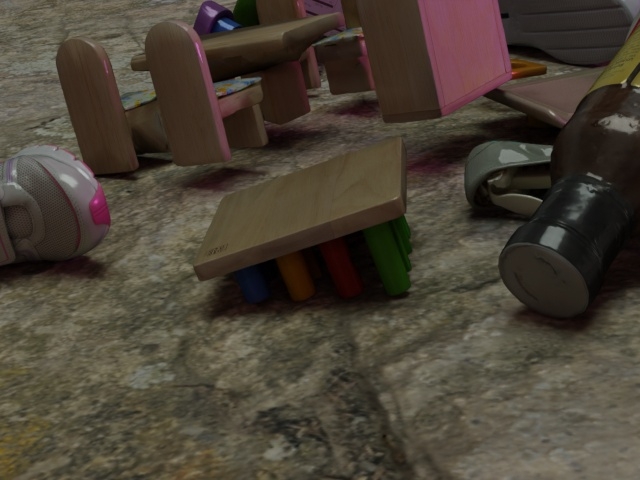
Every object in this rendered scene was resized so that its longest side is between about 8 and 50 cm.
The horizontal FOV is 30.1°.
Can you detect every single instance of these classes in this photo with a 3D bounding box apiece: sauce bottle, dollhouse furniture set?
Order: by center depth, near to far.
[{"bbox_3d":[0.242,-0.080,0.893,0.111,0.111,0.344,12,47,40],"label":"sauce bottle"},{"bbox_3d":[-0.030,-0.254,1.250,0.394,0.257,0.362,-1,19,37],"label":"dollhouse furniture set"}]

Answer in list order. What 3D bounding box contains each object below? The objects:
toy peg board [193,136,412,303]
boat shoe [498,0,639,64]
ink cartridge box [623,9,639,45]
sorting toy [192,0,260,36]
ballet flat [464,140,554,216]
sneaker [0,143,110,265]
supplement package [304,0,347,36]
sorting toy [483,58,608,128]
[{"bbox_3d":[0.000,0.000,0.928,0.160,0.079,0.161,-19,18,11],"label":"toy peg board"},{"bbox_3d":[0.322,-0.311,1.575,0.119,0.121,0.335,-21,23,-26],"label":"boat shoe"},{"bbox_3d":[0.424,-0.246,1.311,0.128,0.127,0.176,30,27,5],"label":"ink cartridge box"},{"bbox_3d":[-0.035,-0.328,1.781,0.126,0.127,0.365,31,33,22],"label":"sorting toy"},{"bbox_3d":[0.226,-0.047,1.003,0.213,0.072,0.068,0,49,18],"label":"ballet flat"},{"bbox_3d":[-0.292,-0.013,0.999,0.252,0.103,0.111,-2,24,27],"label":"sneaker"},{"bbox_3d":[0.032,-0.408,1.699,0.204,0.145,0.262,19,32,-11],"label":"supplement package"},{"bbox_3d":[0.283,-0.141,1.246,0.196,0.047,0.347,-8,20,-17],"label":"sorting toy"}]
